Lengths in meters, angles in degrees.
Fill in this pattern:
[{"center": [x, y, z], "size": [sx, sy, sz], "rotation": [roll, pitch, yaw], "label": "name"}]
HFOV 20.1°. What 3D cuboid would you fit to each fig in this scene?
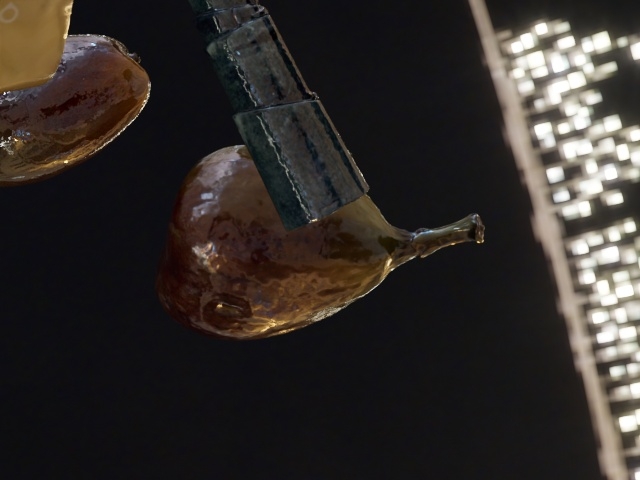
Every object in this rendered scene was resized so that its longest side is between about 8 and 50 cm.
[{"center": [0.000, -0.002, 1.490], "size": [0.145, 0.274, 0.170], "rotation": [-104, 15, -45], "label": "fig"}]

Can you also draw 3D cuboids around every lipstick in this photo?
[{"center": [-0.051, -0.118, 1.009], "size": [0.234, 0.053, 0.053], "rotation": [61, -145, -6], "label": "lipstick"}]

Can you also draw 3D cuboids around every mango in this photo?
[{"center": [-0.270, -0.107, 1.553], "size": [0.111, 0.267, 0.133], "rotation": [36, -132, -51], "label": "mango"}]

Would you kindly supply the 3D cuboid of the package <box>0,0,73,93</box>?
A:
[{"center": [-0.271, -0.165, 0.828], "size": [0.311, 0.221, 0.165], "rotation": [-18, -130, -40], "label": "package"}]
